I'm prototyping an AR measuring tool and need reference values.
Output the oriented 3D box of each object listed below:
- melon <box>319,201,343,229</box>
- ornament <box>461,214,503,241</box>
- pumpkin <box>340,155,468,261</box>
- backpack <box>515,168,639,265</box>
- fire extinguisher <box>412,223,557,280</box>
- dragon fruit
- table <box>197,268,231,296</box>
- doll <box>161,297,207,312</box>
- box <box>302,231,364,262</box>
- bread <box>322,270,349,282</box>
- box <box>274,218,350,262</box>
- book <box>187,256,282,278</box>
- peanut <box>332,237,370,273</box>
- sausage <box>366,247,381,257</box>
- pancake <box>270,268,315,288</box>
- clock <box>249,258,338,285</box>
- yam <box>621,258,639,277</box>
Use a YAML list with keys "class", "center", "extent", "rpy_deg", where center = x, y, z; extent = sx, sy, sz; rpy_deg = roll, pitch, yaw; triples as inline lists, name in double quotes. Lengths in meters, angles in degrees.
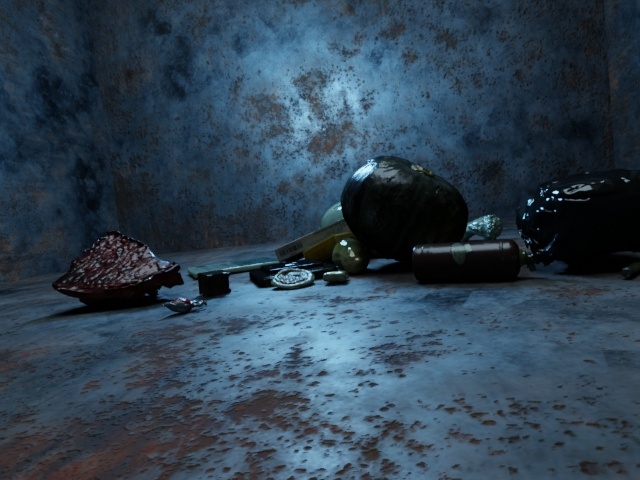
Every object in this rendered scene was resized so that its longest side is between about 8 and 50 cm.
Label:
- class: "melon"
  center: [0.151, -0.084, 2.358]
  extent: [0.331, 0.268, 0.268]
  rpy_deg: [-13, 1, 18]
- class: "ornament"
  center: [0.710, -0.055, 2.091]
  extent: [0.130, 0.120, 0.285]
  rpy_deg: [-34, 21, -34]
- class: "pumpkin"
  center: [0.286, -0.096, 1.557]
  extent: [0.455, 0.343, 0.454]
  rpy_deg: [22, 16, -7]
- class: "backpack"
  center: [0.726, -0.066, 1.240]
  extent: [0.364, 0.254, 0.445]
  rpy_deg: [-8, 10, 10]
- class: "fire extinguisher"
  center: [0.411, 0.033, 1.136]
  extent: [0.344, 0.137, 0.102]
  rpy_deg: [-5, 19, 27]
- class: "dragon fruit"
  center: [-0.605, 0.155, 1.416]
  extent: [0.330, 0.227, 0.286]
  rpy_deg: [15, 44, 18]
- class: "table"
  center: [-0.324, 0.133, 1.381]
  extent: [0.083, 0.070, 0.082]
  rpy_deg: [-8, 8, -32]
- class: "doll"
  center: [-0.352, 0.167, 1.148]
  extent: [0.114, 0.039, 0.057]
  rpy_deg: [1, 26, -37]
- class: "box"
  center: [0.079, 0.028, 1.821]
  extent: [0.174, 0.076, 0.274]
  rpy_deg: [-31, -11, 35]
- class: "bread"
  center: [0.048, 0.110, 1.357]
  extent: [0.070, 0.035, 0.083]
  rpy_deg: [-5, -3, 11]
- class: "box"
  center: [0.000, 0.000, 1.911]
  extent: [0.354, 0.069, 0.214]
  rpy_deg: [-22, -8, 12]
- class: "book"
  center: [-0.378, 0.117, 1.973]
  extent: [0.380, 0.031, 0.264]
  rpy_deg: [-8, 5, -23]
- class: "peanut"
  center: [0.104, 0.059, 1.548]
  extent: [0.120, 0.110, 0.236]
  rpy_deg: [-2, 13, -4]
- class: "sausage"
  center: [0.193, 0.043, 1.965]
  extent: [0.053, 0.053, 0.348]
  rpy_deg: [-8, 5, -25]
- class: "pancake"
  center: [-0.085, 0.118, 1.377]
  extent: [0.140, 0.022, 0.139]
  rpy_deg: [-1, 20, 0]
- class: "clock"
  center: [-0.103, 0.105, 1.572]
  extent: [0.274, 0.049, 0.279]
  rpy_deg: [-8, 4, -17]
- class: "yam"
  center: [0.743, 0.057, 1.043]
  extent: [0.234, 0.029, 0.027]
  rpy_deg: [-9, 0, -45]
